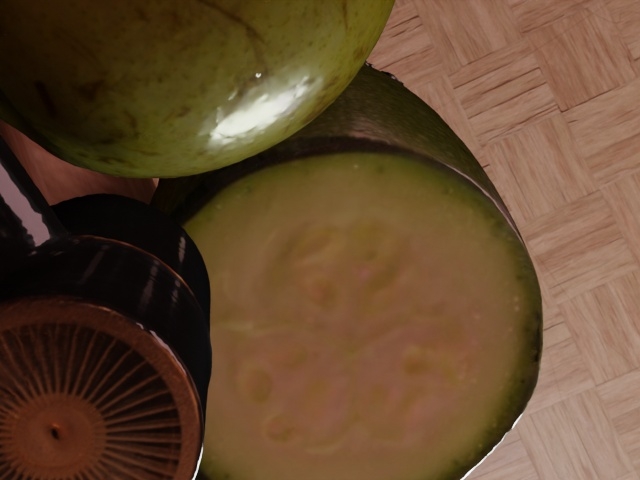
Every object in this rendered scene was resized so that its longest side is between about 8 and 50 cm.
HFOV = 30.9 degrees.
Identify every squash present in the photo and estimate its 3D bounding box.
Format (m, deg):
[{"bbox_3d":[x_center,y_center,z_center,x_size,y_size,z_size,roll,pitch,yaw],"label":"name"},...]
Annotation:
[{"bbox_3d":[0.000,0.000,0.866,0.384,0.263,0.263,-102,166,-72],"label":"squash"}]

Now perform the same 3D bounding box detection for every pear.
[{"bbox_3d":[-0.088,-0.171,0.598,0.283,0.283,0.283,-25,90,-85],"label":"pear"}]

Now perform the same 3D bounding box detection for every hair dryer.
[{"bbox_3d":[-0.161,-0.058,0.457,0.352,0.107,0.189,58,4,-14],"label":"hair dryer"}]
